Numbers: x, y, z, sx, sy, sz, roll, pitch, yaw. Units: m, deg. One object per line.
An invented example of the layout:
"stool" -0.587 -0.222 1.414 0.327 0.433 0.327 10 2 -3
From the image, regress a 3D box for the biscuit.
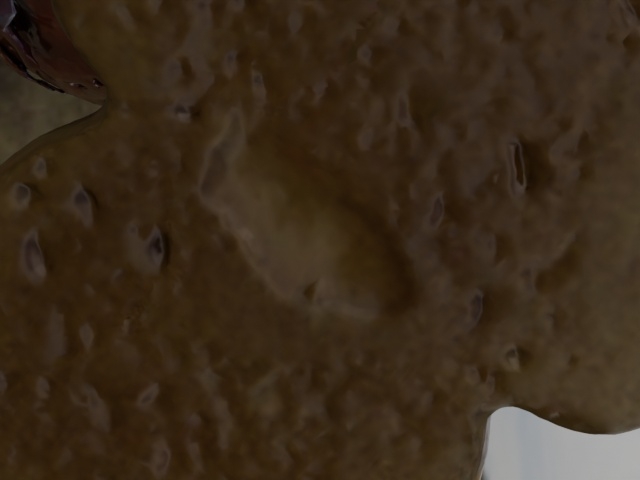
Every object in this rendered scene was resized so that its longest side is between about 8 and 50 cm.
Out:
"biscuit" 0.000 0.000 0.353 0.225 0.166 0.036 -54 -173 11

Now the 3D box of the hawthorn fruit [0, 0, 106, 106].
"hawthorn fruit" -0.086 -0.175 0.784 0.276 0.307 0.276 39 -26 23
